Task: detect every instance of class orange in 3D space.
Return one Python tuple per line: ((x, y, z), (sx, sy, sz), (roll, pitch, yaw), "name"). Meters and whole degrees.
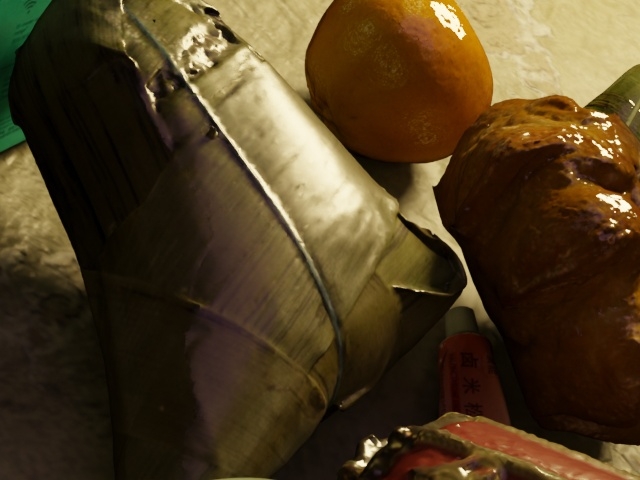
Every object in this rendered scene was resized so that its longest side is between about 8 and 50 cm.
((0.057, -0.129, 1.505), (0.136, 0.159, 0.159), (-31, 57, -3), "orange")

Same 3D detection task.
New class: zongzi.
((-0.115, 0.022, 1.187), (0.323, 0.160, 0.360), (43, 46, 0), "zongzi")
((0.287, -0.084, 1.625), (0.154, 0.062, 0.130), (-38, 73, -20), "zongzi")

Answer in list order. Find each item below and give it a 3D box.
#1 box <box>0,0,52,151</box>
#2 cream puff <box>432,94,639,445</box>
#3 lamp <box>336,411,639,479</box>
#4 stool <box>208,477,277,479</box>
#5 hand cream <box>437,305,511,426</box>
((-0.217, -0.199, 1.266), (0.118, 0.311, 0.205), (33, 37, 15), "box")
((0.177, 0.009, 1.354), (0.154, 0.241, 0.269), (-23, 29, 4), "cream puff")
((0.129, 0.200, 1.087), (0.274, 0.177, 0.177), (22, 32, 27), "lamp")
((-0.048, 0.245, 0.947), (0.195, 0.195, 0.199), (0, 46, -32), "stool")
((0.104, 0.130, 1.317), (0.052, 0.038, 0.216), (-7, 46, 0), "hand cream")
